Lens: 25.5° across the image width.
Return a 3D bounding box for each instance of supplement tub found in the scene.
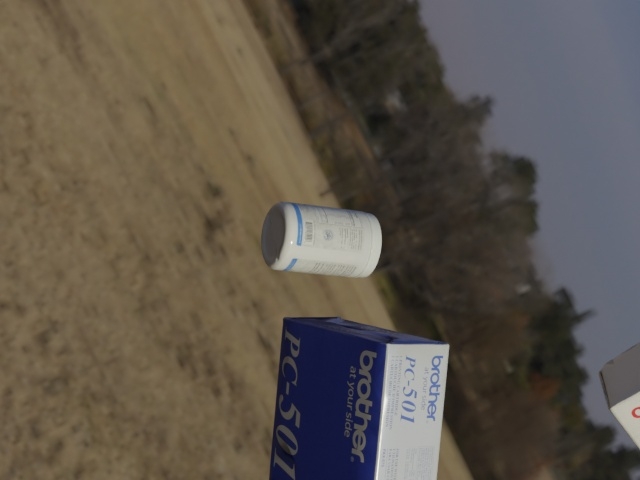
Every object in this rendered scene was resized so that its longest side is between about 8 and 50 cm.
[{"bbox_3d":[0.000,0.000,1.434,0.071,0.107,0.071,-26,-119,59],"label":"supplement tub"}]

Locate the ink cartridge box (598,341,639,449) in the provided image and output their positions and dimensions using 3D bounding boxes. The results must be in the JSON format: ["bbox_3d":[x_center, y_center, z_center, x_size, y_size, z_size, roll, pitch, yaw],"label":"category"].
[{"bbox_3d":[0.456,0.209,1.610,0.237,0.172,0.100,51,18,-15],"label":"ink cartridge box"}]

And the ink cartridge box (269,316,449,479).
[{"bbox_3d":[0.014,0.150,0.768,0.097,0.046,0.207,10,-84,54],"label":"ink cartridge box"}]
